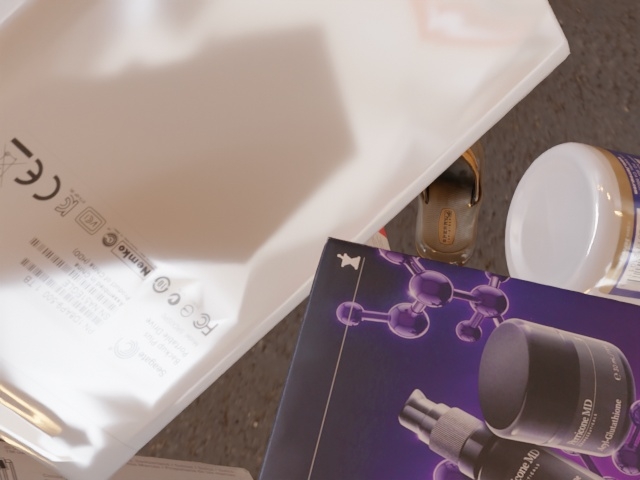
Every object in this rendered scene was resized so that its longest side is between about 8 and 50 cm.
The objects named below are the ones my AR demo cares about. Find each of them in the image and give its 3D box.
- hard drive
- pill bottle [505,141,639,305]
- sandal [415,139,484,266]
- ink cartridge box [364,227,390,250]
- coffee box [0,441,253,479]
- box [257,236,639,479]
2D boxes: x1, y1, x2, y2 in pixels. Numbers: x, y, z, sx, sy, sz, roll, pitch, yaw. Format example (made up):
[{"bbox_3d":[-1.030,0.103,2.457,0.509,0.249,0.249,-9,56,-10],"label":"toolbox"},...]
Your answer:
[{"bbox_3d":[-0.056,-0.054,0.533,0.353,0.047,0.233,-42,134,-1],"label":"hard drive"},{"bbox_3d":[0.317,0.006,1.013,0.264,0.153,0.153,9,111,-23],"label":"pill bottle"},{"bbox_3d":[0.138,-0.069,1.238,0.090,0.219,0.060,2,145,8],"label":"sandal"},{"bbox_3d":[0.000,0.000,1.110,0.135,0.099,0.056,12,142,-36],"label":"ink cartridge box"},{"bbox_3d":[-0.195,0.360,0.739,0.337,0.338,0.334,12,101,-25],"label":"coffee box"},{"bbox_3d":[0.058,0.144,0.435,0.184,0.261,0.103,11,143,6],"label":"box"}]
